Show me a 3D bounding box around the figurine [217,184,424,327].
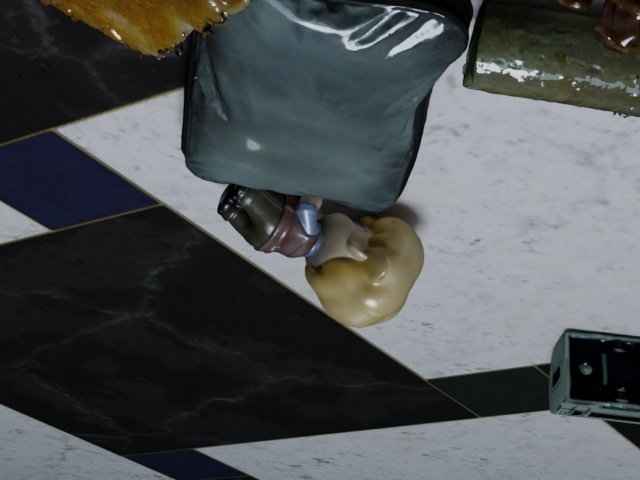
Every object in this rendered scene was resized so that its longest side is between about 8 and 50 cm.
[{"bbox_3d":[0.000,0.000,1.133,0.196,0.108,0.114,33,137,-12],"label":"figurine"}]

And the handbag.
[{"bbox_3d":[-0.008,-0.112,0.925,0.192,0.075,0.332,11,157,-3],"label":"handbag"}]

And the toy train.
[{"bbox_3d":[0.460,0.174,1.369,0.407,0.086,0.088,7,153,-1],"label":"toy train"}]

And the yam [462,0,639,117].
[{"bbox_3d":[0.184,-0.122,0.855,0.169,0.068,0.068,8,154,-3],"label":"yam"}]

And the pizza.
[{"bbox_3d":[-0.121,-0.183,0.763,0.147,0.069,0.226,44,156,-17],"label":"pizza"}]

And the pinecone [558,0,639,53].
[{"bbox_3d":[0.181,-0.191,0.603,0.186,0.168,0.212,16,143,12],"label":"pinecone"}]
